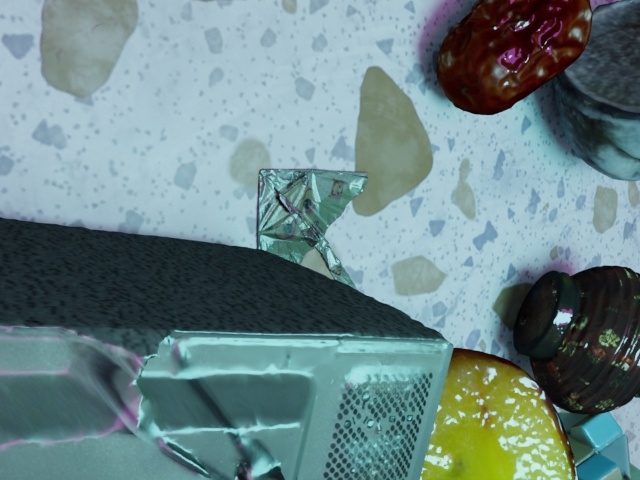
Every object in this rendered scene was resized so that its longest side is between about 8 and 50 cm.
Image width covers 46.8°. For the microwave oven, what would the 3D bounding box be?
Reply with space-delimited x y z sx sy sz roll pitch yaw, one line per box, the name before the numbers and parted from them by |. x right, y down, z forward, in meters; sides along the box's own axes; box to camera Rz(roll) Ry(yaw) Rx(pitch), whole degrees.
microwave oven | -0.161 0.137 0.603 0.431 0.374 0.237 7 100 -38

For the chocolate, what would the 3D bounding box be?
chocolate | 0.503 -0.207 1.131 0.303 0.303 0.213 -43 142 -23

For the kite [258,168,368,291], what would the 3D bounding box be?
kite | -0.001 0.000 0.937 0.229 0.012 0.250 -48 123 -19

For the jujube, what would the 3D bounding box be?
jujube | 0.260 -0.267 0.999 0.230 0.155 0.155 -44 120 -21

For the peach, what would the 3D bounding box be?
peach | 0.186 0.302 0.920 0.280 0.338 0.281 -6 123 -10

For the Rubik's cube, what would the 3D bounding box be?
Rubik's cube | 0.424 0.404 1.181 0.212 0.224 0.265 -27 113 -19

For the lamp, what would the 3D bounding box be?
lamp | 0.428 0.154 1.143 0.246 0.247 0.247 -7 102 -35
